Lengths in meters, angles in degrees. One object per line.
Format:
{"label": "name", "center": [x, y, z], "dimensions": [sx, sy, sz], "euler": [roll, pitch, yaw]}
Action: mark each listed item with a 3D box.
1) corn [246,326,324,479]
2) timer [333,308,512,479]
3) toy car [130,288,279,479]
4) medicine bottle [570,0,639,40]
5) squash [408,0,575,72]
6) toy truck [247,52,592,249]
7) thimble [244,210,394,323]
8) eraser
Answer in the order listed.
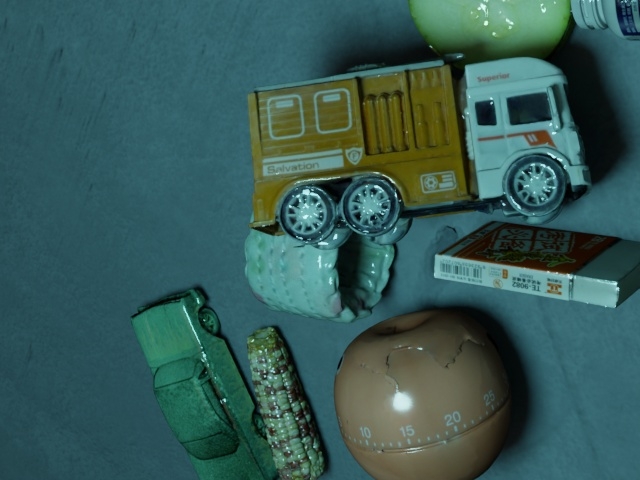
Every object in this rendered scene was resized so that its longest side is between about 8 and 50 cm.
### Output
{"label": "corn", "center": [-0.056, 0.245, 1.922], "dimensions": [0.079, 0.079, 0.237], "euler": [-11, 102, 37]}
{"label": "timer", "center": [0.131, 0.203, 1.682], "dimensions": [0.229, 0.229, 0.215], "euler": [-2, 106, 35]}
{"label": "toy car", "center": [-0.179, 0.236, 1.988], "dimensions": [0.141, 0.097, 0.321], "euler": [-20, 97, 37]}
{"label": "medicine bottle", "center": [0.373, -0.269, 1.406], "dimensions": [0.191, 0.107, 0.107], "euler": [5, 111, 33]}
{"label": "squash", "center": [0.204, -0.298, 1.559], "dimensions": [0.219, 0.041, 0.219], "euler": [16, 121, 27]}
{"label": "toy truck", "center": [0.111, -0.107, 1.518], "dimensions": [0.387, 0.173, 0.207], "euler": [-7, 85, 8]}
{"label": "thimble", "center": [0.000, 0.000, 1.721], "dimensions": [0.149, 0.185, 0.211], "euler": [11, 103, 30]}
{"label": "eraser", "center": [0.272, 0.025, 1.560], "dimensions": [0.230, 0.157, 0.038], "euler": [9, 110, 31]}
